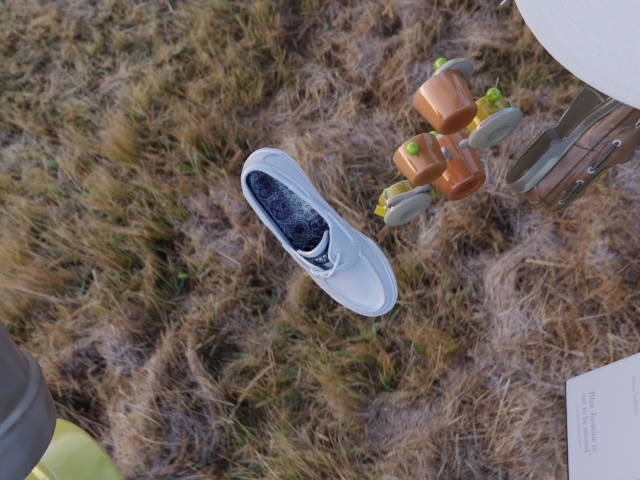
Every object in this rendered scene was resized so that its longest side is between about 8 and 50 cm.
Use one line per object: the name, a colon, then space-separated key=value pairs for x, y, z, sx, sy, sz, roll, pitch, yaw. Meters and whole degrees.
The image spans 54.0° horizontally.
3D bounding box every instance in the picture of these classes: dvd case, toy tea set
dvd case: x=0.294 y=0.164 z=0.504 sx=0.022 sy=0.253 sz=0.180 roll=23 pitch=55 yaw=-14
toy tea set: x=0.181 y=-0.163 z=0.963 sx=0.200 sy=0.336 sz=0.124 roll=-19 pitch=66 yaw=-18

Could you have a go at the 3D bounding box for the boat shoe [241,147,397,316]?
boat shoe: x=0.000 y=0.000 z=0.537 sx=0.066 sy=0.063 sz=0.184 roll=-31 pitch=103 yaw=17

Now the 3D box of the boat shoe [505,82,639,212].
boat shoe: x=0.417 y=-0.166 z=0.923 sx=0.104 sy=0.307 sz=0.110 roll=34 pitch=38 yaw=-11

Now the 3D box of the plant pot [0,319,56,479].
plant pot: x=-0.466 y=0.113 z=0.625 sx=0.323 sy=0.280 sz=0.323 roll=-5 pitch=21 yaw=2

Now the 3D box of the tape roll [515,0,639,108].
tape roll: x=0.322 y=-0.268 z=0.441 sx=0.392 sy=0.392 sz=0.072 roll=17 pitch=44 yaw=13

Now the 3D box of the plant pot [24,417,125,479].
plant pot: x=-0.414 y=0.414 z=0.857 sx=0.254 sy=0.254 sz=0.239 roll=34 pitch=36 yaw=19

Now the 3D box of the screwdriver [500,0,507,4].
screwdriver: x=0.352 y=-0.425 z=0.975 sx=0.170 sy=0.025 sz=0.024 roll=-29 pitch=44 yaw=24
